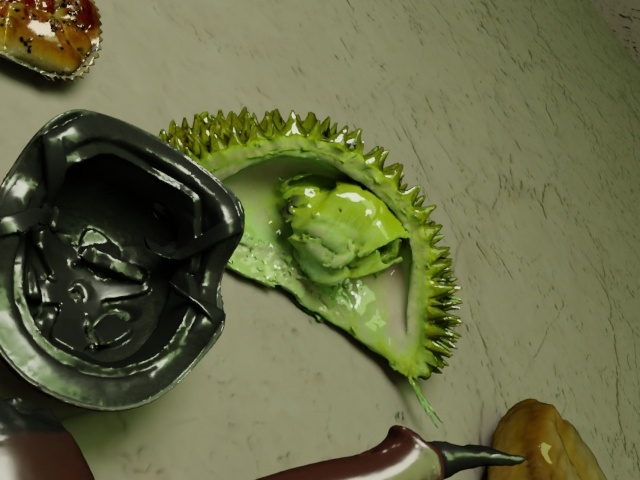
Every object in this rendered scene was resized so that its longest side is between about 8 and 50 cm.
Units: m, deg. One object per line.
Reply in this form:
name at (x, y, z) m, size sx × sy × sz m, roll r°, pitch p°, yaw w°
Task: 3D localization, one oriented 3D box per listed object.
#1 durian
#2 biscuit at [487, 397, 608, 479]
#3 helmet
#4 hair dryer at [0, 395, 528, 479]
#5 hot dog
durian at (0.008, -0.004, 0.639) m, size 0.355 × 0.157 × 0.169 m, roll 39°, pitch 78°, yaw -20°
biscuit at (0.248, 0.298, 0.668) m, size 0.274 × 0.091 × 0.213 m, roll 57°, pitch 37°, yaw -3°
helmet at (-0.144, 0.016, 0.446) m, size 0.153 × 0.107 × 0.177 m, roll 30°, pitch 64°, yaw -32°
hair dryer at (-0.036, 0.199, 0.337) m, size 0.340 × 0.123 × 0.313 m, roll -13°, pitch 81°, yaw -17°
hot dog at (-0.250, -0.186, 0.505) m, size 0.191 × 0.059 × 0.108 m, roll 21°, pitch 56°, yaw -38°
